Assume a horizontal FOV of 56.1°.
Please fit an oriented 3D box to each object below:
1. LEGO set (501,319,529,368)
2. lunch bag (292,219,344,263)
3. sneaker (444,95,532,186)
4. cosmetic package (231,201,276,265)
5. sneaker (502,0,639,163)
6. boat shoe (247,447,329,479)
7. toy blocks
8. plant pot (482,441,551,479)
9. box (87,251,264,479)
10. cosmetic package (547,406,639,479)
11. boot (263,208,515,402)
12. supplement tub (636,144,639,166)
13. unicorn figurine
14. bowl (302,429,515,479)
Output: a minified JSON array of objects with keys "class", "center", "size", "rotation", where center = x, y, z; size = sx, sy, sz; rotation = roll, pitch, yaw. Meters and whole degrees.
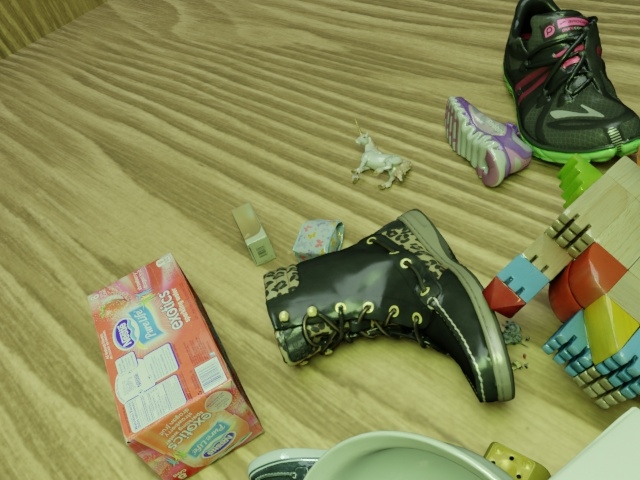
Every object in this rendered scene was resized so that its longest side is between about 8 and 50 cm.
[{"class":"LEGO set","center":[0.269,0.142,0.842],"size":[0.054,0.023,0.083],"rotation":[-20,42,-2]},{"class":"lunch bag","center":[0.000,0.000,1.064],"size":[0.071,0.053,0.083],"rotation":[2,56,24]},{"class":"sneaker","center":[0.317,-0.197,1.137],"size":[0.105,0.095,0.236],"rotation":[-17,47,-8]},{"class":"cosmetic package","center":[-0.125,-0.013,1.116],"size":[0.041,0.060,0.115],"rotation":[-25,41,-7]},{"class":"sneaker","center":[0.442,-0.310,1.120],"size":[0.185,0.202,0.482],"rotation":[-15,42,5]},{"class":"boat shoe","center":[-0.005,0.306,0.737],"size":[0.184,0.065,0.083],"rotation":[-8,42,10]},{"class":"toy blocks","center":[0.381,0.082,0.710],"size":[0.261,0.190,0.381],"rotation":[-37,72,-25]},{"class":"plant pot","center":[0.211,0.276,0.679],"size":[0.081,0.083,0.081],"rotation":[20,54,35]},{"class":"box","center":[-0.222,0.178,0.888],"size":[0.154,0.142,0.300],"rotation":[-29,43,-11]},{"class":"cosmetic package","center":[0.318,0.296,0.570],"size":[0.151,0.151,0.184],"rotation":[-31,45,-15]},{"class":"boot","center":[0.079,0.113,0.854],"size":[0.284,0.138,0.377],"rotation":[-19,39,-2]},{"class":"supplement tub","center":[0.655,-0.180,0.917],"size":[0.316,0.193,0.193],"rotation":[-33,44,-15]},{"class":"unicorn figurine","center":[0.108,-0.159,1.196],"size":[0.162,0.060,0.111],"rotation":[27,57,19]},{"class":"bowl","center":[0.119,0.323,0.583],"size":[0.298,0.134,0.297],"rotation":[-3,85,37]}]
